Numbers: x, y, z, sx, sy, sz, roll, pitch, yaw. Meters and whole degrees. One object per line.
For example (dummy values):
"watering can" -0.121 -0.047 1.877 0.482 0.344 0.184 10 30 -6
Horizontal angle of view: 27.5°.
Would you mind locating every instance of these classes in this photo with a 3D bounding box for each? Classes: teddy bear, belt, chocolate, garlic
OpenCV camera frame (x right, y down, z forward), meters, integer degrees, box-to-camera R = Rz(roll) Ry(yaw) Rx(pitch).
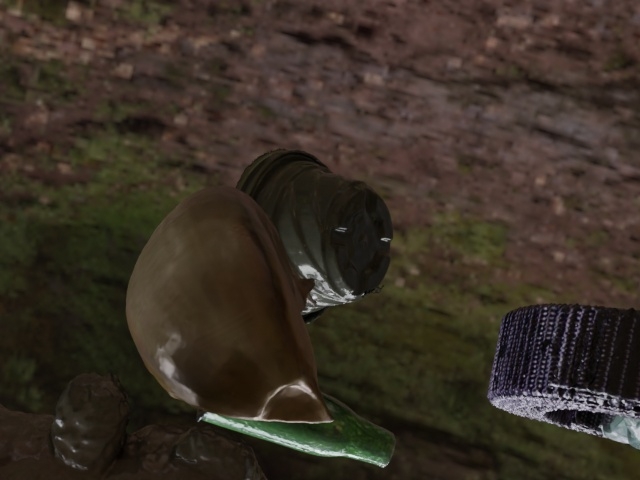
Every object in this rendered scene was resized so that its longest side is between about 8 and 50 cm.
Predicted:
"teddy bear" -0.166 0.206 0.994 0.267 0.236 0.151 -4 -148 -2
"belt" 0.295 0.136 1.239 0.260 0.122 0.325 12 169 -6
"chocolate" -0.029 0.257 1.895 0.291 0.110 0.110 22 -166 -12
"garlic" -0.077 0.051 1.160 0.196 0.151 0.338 47 -173 -12

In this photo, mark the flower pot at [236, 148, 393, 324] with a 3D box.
"flower pot" 0.000 0.000 1.630 0.140 0.235 0.235 5 -173 37
